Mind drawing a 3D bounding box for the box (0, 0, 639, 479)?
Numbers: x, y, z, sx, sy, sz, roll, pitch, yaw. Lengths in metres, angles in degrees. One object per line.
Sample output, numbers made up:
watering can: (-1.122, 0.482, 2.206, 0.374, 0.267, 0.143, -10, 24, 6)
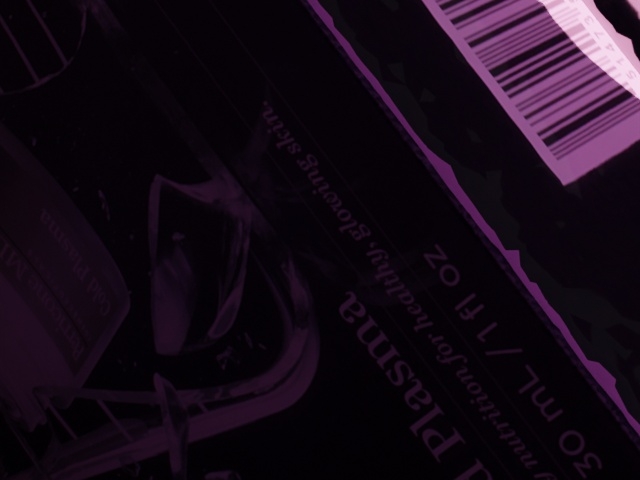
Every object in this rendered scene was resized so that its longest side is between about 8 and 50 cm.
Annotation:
box: (-0.012, 0.016, 1.183, 0.480, 0.472, 0.297, 53, 43, 7)
